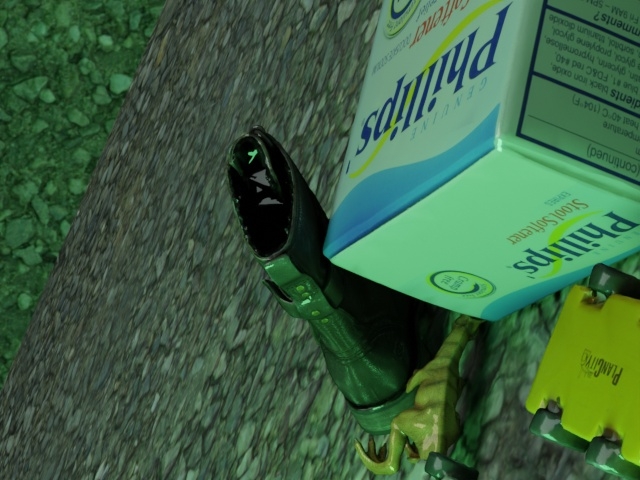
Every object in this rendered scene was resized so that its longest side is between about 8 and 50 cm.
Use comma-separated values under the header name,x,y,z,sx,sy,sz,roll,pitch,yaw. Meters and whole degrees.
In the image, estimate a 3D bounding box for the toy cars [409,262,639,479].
name,x,y,z,sx,sy,sz,roll,pitch,yaw
toy cars,0.140,0.138,1.044,0.393,0.087,0.176,125,164,-47

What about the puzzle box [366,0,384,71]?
name,x,y,z,sx,sy,sz,roll,pitch,yaw
puzzle box,0.121,-0.212,1.555,0.272,0.052,0.409,-39,34,58

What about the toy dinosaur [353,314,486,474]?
name,x,y,z,sx,sy,sz,roll,pitch,yaw
toy dinosaur,0.076,0.135,1.269,0.112,0.064,0.211,-48,27,47

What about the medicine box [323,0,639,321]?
name,x,y,z,sx,sy,sz,roll,pitch,yaw
medicine box,0.144,-0.124,1.216,0.263,0.149,0.289,-35,37,62

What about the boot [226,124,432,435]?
name,x,y,z,sx,sy,sz,roll,pitch,yaw
boot,0.000,0.000,1.375,0.091,0.229,0.263,-28,36,8
